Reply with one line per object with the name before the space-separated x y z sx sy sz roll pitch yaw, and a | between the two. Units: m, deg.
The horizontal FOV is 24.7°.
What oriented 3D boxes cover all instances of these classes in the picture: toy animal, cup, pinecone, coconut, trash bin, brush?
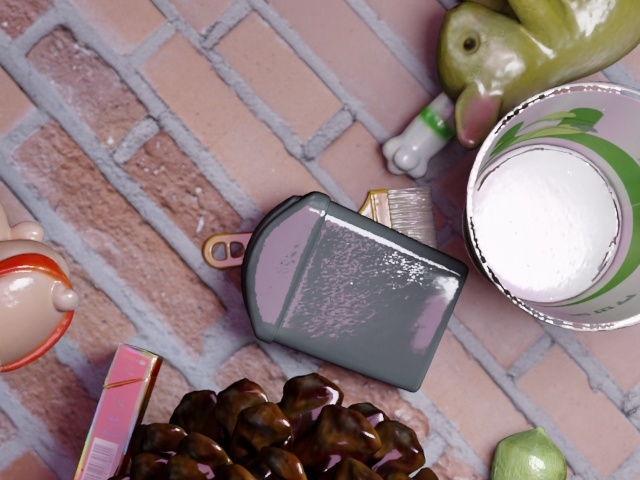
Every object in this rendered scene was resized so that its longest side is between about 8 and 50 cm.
toy animal | 0.208 -0.227 1.626 0.363 0.181 0.180 -33 97 -8
cup | 0.266 -0.025 1.566 0.253 0.274 0.253 0 86 -2
pinecone | -0.036 0.320 1.488 0.397 0.398 0.398 0 85 -3
toy animal | -0.359 0.044 1.589 0.171 0.171 0.198 -37 80 -6
coconut | 0.233 0.253 1.631 0.088 0.088 0.096 20 91 -1
trash bin | 0.027 0.052 1.623 0.236 0.101 0.177 22 91 -4
brush | 0.000 0.000 1.678 0.272 0.013 0.103 -6 85 -3

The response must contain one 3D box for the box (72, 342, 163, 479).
box | -0.224 0.201 1.598 0.048 0.112 0.175 18 83 0
